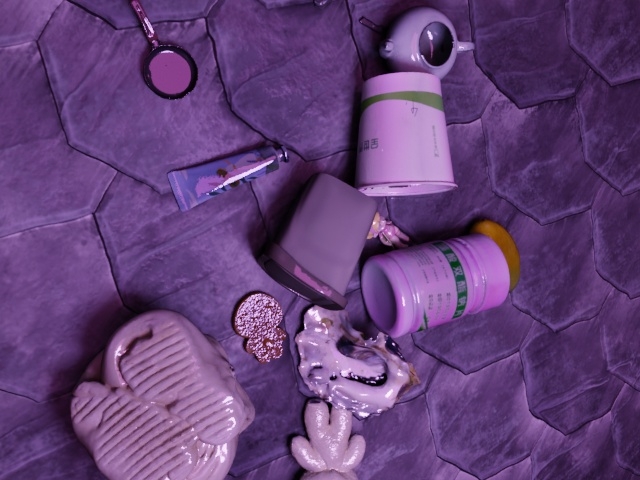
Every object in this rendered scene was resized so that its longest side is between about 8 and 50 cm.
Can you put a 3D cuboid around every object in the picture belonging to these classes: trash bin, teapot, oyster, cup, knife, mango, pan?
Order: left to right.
[{"bbox_3d":[-0.340,-0.398,1.199,0.114,0.040,0.212,-34,116,-16],"label":"pan"},{"bbox_3d":[0.000,0.000,1.309,0.219,0.220,0.250,29,77,-11],"label":"trash bin"},{"bbox_3d":[0.096,0.307,1.433,0.351,0.115,0.238,23,107,-11],"label":"oyster"},{"bbox_3d":[0.169,-0.519,1.432,0.170,0.010,0.023,17,95,-27],"label":"knife"},{"bbox_3d":[0.192,-0.242,1.363,0.253,0.253,0.274,-2,89,-24],"label":"cup"},{"bbox_3d":[0.253,-0.474,1.403,0.294,0.129,0.193,-9,106,-24],"label":"teapot"},{"bbox_3d":[0.494,0.041,1.607,0.237,0.091,0.137,45,79,-28],"label":"mango"}]

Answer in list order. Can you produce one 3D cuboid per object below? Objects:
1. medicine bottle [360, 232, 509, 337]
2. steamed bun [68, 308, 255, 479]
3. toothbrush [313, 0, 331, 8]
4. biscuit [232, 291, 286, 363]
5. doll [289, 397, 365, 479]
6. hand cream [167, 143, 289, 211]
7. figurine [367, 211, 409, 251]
[{"bbox_3d":[0.288,0.109,1.455,0.325,0.212,0.212,-11,101,-22],"label":"medicine bottle"},{"bbox_3d":[-0.308,0.346,1.196,0.342,0.255,0.368,-37,81,3],"label":"steamed bun"},{"bbox_3d":[0.090,-0.655,1.369,0.030,0.030,0.297,43,79,4],"label":"toothbrush"},{"bbox_3d":[-0.145,0.208,1.373,0.124,0.026,0.175,-18,103,-20],"label":"biscuit"},{"bbox_3d":[0.024,0.539,1.455,0.175,0.149,0.279,-1,82,17],"label":"doll"},{"bbox_3d":[-0.200,-0.152,1.291,0.271,0.058,0.091,-22,102,-15],"label":"hand cream"},{"bbox_3d":[0.156,-0.021,1.465,0.187,0.083,0.083,25,86,-37],"label":"figurine"}]
